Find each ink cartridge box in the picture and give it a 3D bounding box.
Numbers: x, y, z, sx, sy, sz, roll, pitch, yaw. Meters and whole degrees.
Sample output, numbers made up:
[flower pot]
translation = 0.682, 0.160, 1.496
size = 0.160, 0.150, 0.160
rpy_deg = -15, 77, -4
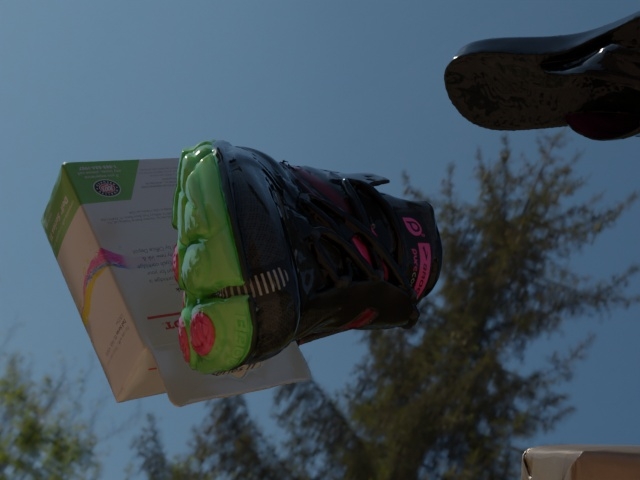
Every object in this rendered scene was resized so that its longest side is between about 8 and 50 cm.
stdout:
[ink cartridge box]
translation = -0.181, 0.068, 1.392
size = 0.353, 0.207, 0.119
rpy_deg = 61, -43, 28

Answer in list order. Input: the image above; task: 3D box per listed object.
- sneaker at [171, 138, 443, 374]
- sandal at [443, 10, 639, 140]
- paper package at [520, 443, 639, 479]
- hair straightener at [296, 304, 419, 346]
[sneaker]
translation = 0.000, 0.000, 0.980
size = 0.202, 0.483, 0.185
rpy_deg = -2, -84, 11
[sandal]
translation = 0.340, -0.178, 1.382
size = 0.445, 0.107, 0.167
rpy_deg = -3, -48, 43
[paper package]
translation = 0.365, 0.358, 1.109
size = 0.324, 0.310, 0.168
rpy_deg = 6, -10, -7
[hair straightener]
translation = 0.018, 0.086, 1.574
size = 0.230, 0.047, 0.089
rpy_deg = -20, -93, 21
